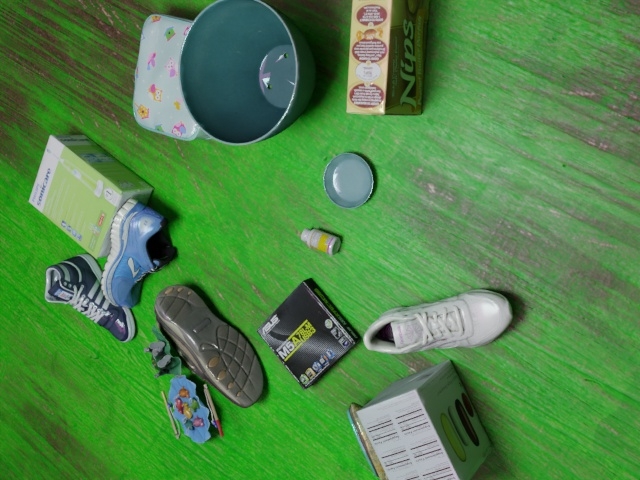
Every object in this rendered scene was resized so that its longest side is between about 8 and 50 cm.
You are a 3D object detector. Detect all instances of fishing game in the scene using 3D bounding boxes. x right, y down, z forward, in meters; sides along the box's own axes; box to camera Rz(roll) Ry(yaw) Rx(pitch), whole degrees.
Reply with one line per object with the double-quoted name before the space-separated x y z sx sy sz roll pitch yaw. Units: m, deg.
"fishing game" -0.339 0.429 1.792 0.264 0.041 0.189 -16 92 51

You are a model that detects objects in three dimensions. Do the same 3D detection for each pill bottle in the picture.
"pill bottle" 0.000 0.000 1.565 0.083 0.043 0.043 22 109 26

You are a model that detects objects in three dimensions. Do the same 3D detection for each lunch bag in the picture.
"lunch bag" -0.315 -0.370 1.645 0.224 0.108 0.279 18 108 23

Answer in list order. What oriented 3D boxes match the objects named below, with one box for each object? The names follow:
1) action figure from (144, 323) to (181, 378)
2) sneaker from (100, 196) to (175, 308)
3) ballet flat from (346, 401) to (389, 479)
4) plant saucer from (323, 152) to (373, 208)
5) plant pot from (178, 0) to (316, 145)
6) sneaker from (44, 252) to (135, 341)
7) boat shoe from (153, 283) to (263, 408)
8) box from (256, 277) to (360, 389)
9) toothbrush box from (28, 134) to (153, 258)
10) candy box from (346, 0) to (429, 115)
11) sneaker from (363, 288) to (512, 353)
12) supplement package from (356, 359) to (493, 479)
"action figure" -0.402 0.297 1.779 0.137 0.064 0.232 64 160 10
"sneaker" -0.453 0.055 1.776 0.147 0.129 0.330 22 128 2
"ballet flat" 0.170 0.498 1.525 0.123 0.123 0.348 -24 86 31
"plant saucer" 0.063 -0.128 1.520 0.119 0.021 0.119 5 101 28
"plant pot" -0.123 -0.349 1.487 0.290 0.195 0.290 5 101 28
"sneaker" -0.621 0.167 1.884 0.099 0.153 0.282 -43 77 29
"boat shoe" -0.275 0.265 1.738 0.355 0.132 0.130 50 144 10
"box" -0.030 0.214 1.619 0.184 0.045 0.190 49 117 11
"toothbrush box" -0.599 -0.119 1.842 0.283 0.122 0.206 34 113 20
"candy box" 0.133 -0.397 1.340 0.088 0.183 0.316 10 103 29
"sneaker" 0.228 0.178 1.404 0.305 0.152 0.114 -17 88 29
"supplement package" 0.213 0.381 1.421 0.149 0.194 0.203 -29 84 31
